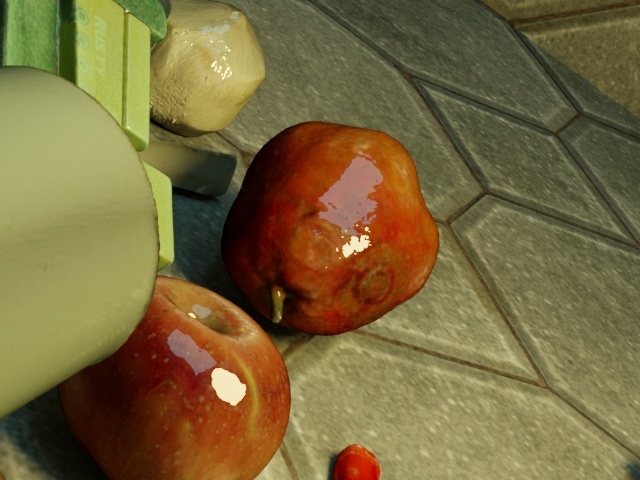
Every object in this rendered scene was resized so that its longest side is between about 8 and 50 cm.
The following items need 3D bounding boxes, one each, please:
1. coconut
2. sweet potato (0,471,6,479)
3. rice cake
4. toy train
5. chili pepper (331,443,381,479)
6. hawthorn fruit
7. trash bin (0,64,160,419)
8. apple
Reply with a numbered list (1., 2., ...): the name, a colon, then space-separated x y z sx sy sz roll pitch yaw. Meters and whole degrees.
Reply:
1. coconut: -0.147 -0.216 1.966 0.161 0.162 0.161 29 23 -14
2. sweet potato: -0.258 0.183 1.188 0.077 0.077 0.244 16 18 -36
3. rice cake: -0.202 -0.097 1.800 0.256 0.057 0.052 12 34 -41
4. toy train: -0.254 -0.141 1.523 0.253 0.160 0.397 33 44 -48
5. chili pepper: 0.032 0.234 1.510 0.045 0.027 0.178 31 25 -8
6. hawthorn fruit: 0.000 0.000 1.698 0.224 0.224 0.261 37 36 7
7. trash bin: -0.323 0.037 1.073 0.280 0.280 0.432 40 30 14
8. apple: -0.125 0.127 1.359 0.201 0.162 0.201 26 14 -7
